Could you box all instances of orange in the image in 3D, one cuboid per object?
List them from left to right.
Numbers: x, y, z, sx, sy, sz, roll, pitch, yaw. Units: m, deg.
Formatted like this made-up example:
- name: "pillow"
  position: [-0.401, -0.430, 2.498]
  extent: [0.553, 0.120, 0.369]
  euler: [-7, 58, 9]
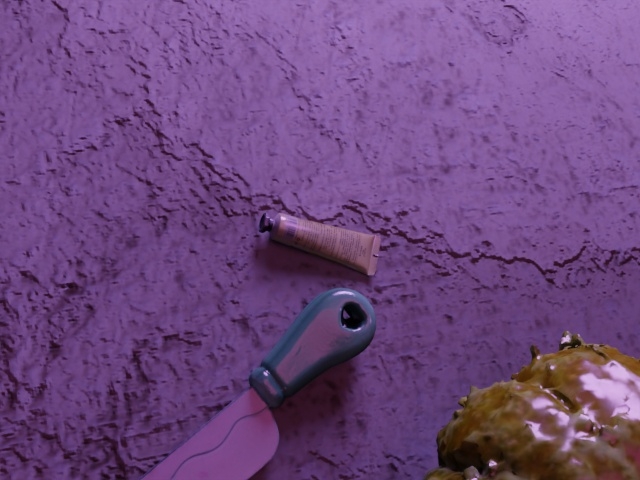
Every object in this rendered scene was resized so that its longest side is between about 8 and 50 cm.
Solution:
- name: "orange"
  position: [0.199, 0.222, 0.723]
  extent: [0.300, 0.223, 0.301]
  euler: [-42, 84, -20]

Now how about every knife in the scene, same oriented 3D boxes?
- name: "knife"
  position: [-0.053, 0.135, 0.771]
  extent: [0.260, 0.034, 0.063]
  euler: [-44, 97, -18]

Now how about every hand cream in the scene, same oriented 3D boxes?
- name: "hand cream"
  position: [0.000, 0.000, 0.831]
  extent: [0.102, 0.022, 0.035]
  euler: [16, 69, -19]
